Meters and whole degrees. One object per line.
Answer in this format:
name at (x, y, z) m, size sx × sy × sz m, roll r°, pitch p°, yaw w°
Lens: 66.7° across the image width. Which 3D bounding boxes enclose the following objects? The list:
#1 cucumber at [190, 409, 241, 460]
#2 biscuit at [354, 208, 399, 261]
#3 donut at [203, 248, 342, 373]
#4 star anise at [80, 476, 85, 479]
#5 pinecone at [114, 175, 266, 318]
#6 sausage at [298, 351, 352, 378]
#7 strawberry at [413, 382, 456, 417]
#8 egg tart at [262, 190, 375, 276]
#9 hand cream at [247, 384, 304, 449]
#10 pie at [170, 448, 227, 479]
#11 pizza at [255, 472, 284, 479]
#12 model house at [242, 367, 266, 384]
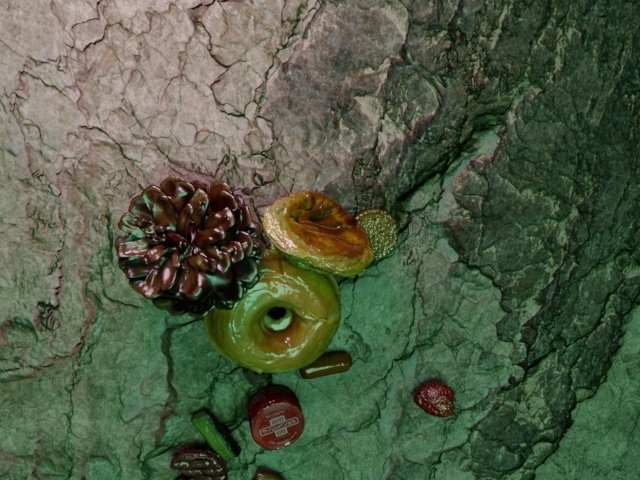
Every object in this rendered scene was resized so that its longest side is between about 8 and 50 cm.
cucumber at (-0.361, 0.673, 1.702) m, size 0.078 × 0.062 × 0.211 m, roll -25°, pitch 107°, yaw 18°
biscuit at (0.176, -0.017, 1.644) m, size 0.188 × 0.027 × 0.187 m, roll -4°, pitch 107°, yaw -14°
donut at (-0.146, 0.232, 1.549) m, size 0.449 × 0.198 × 0.448 m, roll -4°, pitch 109°, yaw -12°
star anise at (-0.811, 0.944, 1.663) m, size 0.177 × 0.073 × 0.234 m, roll -37°, pitch 104°, yaw -11°
pinecone at (-0.361, 0.008, 1.314) m, size 0.398 × 0.398 × 0.397 m, roll -4°, pitch 107°, yaw -13°
sausage at (0.020, 0.439, 1.717) m, size 0.198 × 0.076 × 0.076 m, roll -7°, pitch 108°, yaw -14°
strawberry at (0.440, 0.606, 1.847) m, size 0.148 × 0.131 × 0.131 m, roll 13°, pitch 103°, yaw -25°
egg tart at (0.000, 0.000, 1.471) m, size 0.339 × 0.351 × 0.153 m, roll 38°, pitch 126°, yaw 5°
hand cream at (-0.157, 0.614, 1.697) m, size 0.193 × 0.125 × 0.193 m, roll -4°, pitch 108°, yaw -12°
pie at (-0.428, 0.824, 1.708) m, size 0.205 × 0.054 × 0.218 m, roll 12°, pitch 110°, yaw -5°
pizza at (-0.221, 0.944, 1.815) m, size 0.193 × 0.053 × 0.201 m, roll -34°, pitch 122°, yaw -4°
model house at (-0.228, 0.464, 1.669) m, size 0.057 × 0.058 × 0.083 m, roll -26°, pitch 111°, yaw -6°
